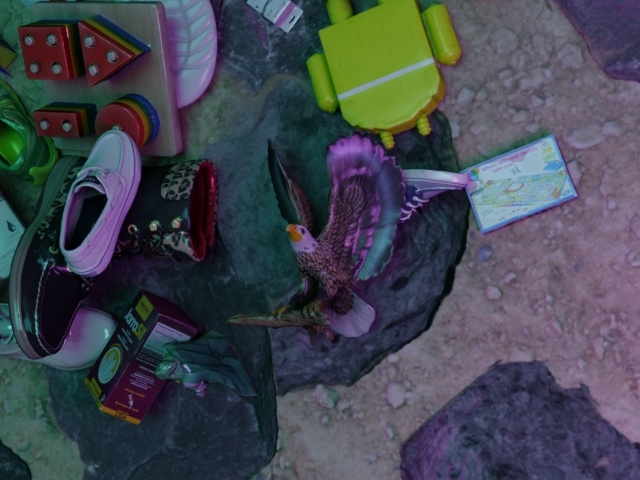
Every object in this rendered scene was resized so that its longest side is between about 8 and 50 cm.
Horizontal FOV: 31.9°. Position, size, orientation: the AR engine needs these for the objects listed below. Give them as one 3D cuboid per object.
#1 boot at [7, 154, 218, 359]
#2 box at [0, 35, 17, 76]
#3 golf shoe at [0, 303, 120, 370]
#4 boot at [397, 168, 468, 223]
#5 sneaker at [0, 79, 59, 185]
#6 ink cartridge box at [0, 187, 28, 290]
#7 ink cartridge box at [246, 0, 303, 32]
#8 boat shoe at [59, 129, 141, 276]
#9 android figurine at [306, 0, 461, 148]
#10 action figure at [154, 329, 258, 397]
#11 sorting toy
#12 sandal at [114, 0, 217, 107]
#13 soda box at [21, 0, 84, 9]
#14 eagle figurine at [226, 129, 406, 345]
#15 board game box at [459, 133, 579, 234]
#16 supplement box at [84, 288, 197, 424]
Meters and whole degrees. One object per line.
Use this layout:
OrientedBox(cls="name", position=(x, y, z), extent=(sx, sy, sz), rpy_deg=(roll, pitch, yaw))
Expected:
OrientedBox(cls="boot", position=(-0.330, 0.014, 1.818), extent=(0.284, 0.138, 0.377), rpy_deg=(-2, 53, 16))
OrientedBox(cls="box", position=(-0.628, -0.380, 2.029), extent=(0.042, 0.109, 0.178), rpy_deg=(-47, 71, 7))
OrientedBox(cls="golf shoe", position=(-0.489, 0.161, 1.900), extent=(0.306, 0.140, 0.115), rpy_deg=(0, 82, 18))
OrientedBox(cls="boot", position=(0.141, -0.066, 1.733), extent=(0.190, 0.069, 0.086), rpy_deg=(3, 90, 36))
OrientedBox(cls="sneaker", position=(-0.583, -0.215, 1.985), extent=(0.295, 0.123, 0.109), rpy_deg=(40, 98, 20))
OrientedBox(cls="ink cartridge box", position=(-0.600, -0.019, 1.934), extent=(0.158, 0.092, 0.218), rpy_deg=(-35, 88, -9))
OrientedBox(cls="ink cartridge box", position=(-0.076, -0.391, 1.872), extent=(0.083, 0.028, 0.048), rpy_deg=(39, 98, 19))
OrientedBox(cls="boat shoe", position=(-0.344, -0.073, 1.742), extent=(0.095, 0.084, 0.258), rpy_deg=(-2, 61, 11))
OrientedBox(cls="android figurine", position=(0.100, -0.282, 1.781), extent=(0.248, 0.056, 0.273), rpy_deg=(-22, 76, 16))
OrientedBox(cls="action figure", position=(-0.191, 0.196, 1.736), extent=(0.063, 0.232, 0.137), rpy_deg=(-46, 71, 10))
OrientedBox(cls="sorting toy", position=(-0.374, -0.262, 1.865), extent=(0.255, 0.089, 0.257), rpy_deg=(6, 114, 24))
OrientedBox(cls="sandal", position=(-0.277, -0.432, 1.913), extent=(0.169, 0.102, 0.416), rpy_deg=(-17, 92, 8))
OrientedBox(cls="soda box", position=(-0.423, -0.379, 1.973), extent=(0.216, 0.074, 0.069), rpy_deg=(41, 99, 19))
OrientedBox(cls="eagle figurine", position=(-0.001, -0.004, 1.715), extent=(0.226, 0.225, 0.298), rpy_deg=(14, 69, -4))
OrientedBox(cls="board game box", position=(0.301, -0.084, 1.700), extent=(0.154, 0.026, 0.103), rpy_deg=(-22, 77, 17))
OrientedBox(cls="supplement box", position=(-0.296, 0.190, 1.834), extent=(0.188, 0.081, 0.104), rpy_deg=(-58, 34, 5))
